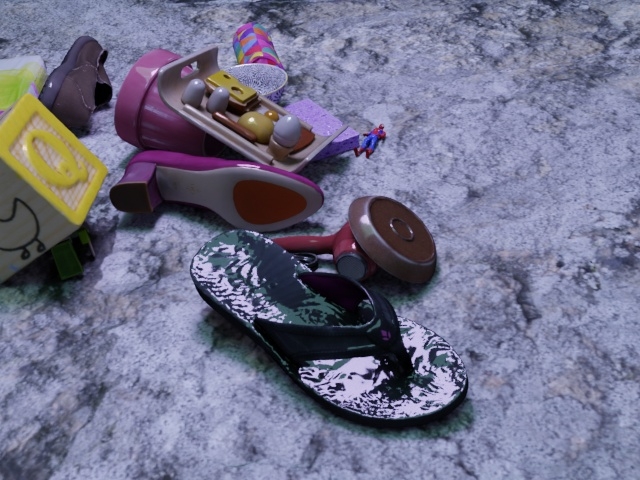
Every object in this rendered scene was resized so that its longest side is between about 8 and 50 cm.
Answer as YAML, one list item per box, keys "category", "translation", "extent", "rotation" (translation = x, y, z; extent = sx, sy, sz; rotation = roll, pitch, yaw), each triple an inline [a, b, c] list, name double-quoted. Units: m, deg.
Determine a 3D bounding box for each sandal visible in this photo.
- category: "sandal"
  translation: [-0.010, 0.102, 1.197]
  extent: [0.446, 0.107, 0.167]
  rotation: [28, 60, 28]

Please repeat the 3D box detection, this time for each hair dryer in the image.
- category: "hair dryer"
  translation: [0.000, 0.000, 1.413]
  extent: [0.293, 0.080, 0.223]
  rotation: [-23, 39, -26]

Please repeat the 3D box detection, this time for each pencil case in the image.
- category: "pencil case"
  translation: [-0.142, -0.413, 2.044]
  extent: [0.104, 0.104, 0.236]
  rotation: [-9, 36, -6]

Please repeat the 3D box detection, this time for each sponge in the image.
- category: "sponge"
  translation: [-0.023, -0.223, 1.797]
  extent: [0.117, 0.031, 0.210]
  rotation: [-21, 37, -22]

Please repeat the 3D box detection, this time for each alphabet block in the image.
- category: "alphabet block"
  translation: [-0.493, -0.083, 1.443]
  extent: [0.197, 0.192, 0.193]
  rotation: [-33, 28, 23]

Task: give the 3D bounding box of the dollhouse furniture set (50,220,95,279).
- category: "dollhouse furniture set"
  translation: [-0.418, 0.014, 1.500]
  extent: [0.076, 0.058, 0.152]
  rotation: [-20, 16, -9]

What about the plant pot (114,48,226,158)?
- category: "plant pot"
  translation: [-0.269, -0.249, 1.741]
  extent: [0.180, 0.201, 0.201]
  rotation: [25, 42, 16]

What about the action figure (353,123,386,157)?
- category: "action figure"
  translation: [0.101, -0.199, 1.750]
  extent: [0.038, 0.030, 0.115]
  rotation: [6, 33, 24]

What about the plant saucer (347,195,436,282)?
- category: "plant saucer"
  translation: [0.117, -0.010, 1.371]
  extent: [0.168, 0.029, 0.168]
  rotation: [27, 36, -21]

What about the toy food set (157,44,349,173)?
- category: "toy food set"
  translation: [-0.115, -0.246, 1.615]
  extent: [0.306, 0.092, 0.220]
  rotation: [33, 31, 5]

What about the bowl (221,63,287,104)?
- category: "bowl"
  translation: [-0.149, -0.302, 1.887]
  extent: [0.170, 0.080, 0.170]
  rotation: [-4, 35, 3]

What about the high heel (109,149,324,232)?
- category: "high heel"
  translation: [-0.169, -0.110, 1.574]
  extent: [0.377, 0.127, 0.181]
  rotation: [6, 28, 9]

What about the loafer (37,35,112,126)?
- category: "loafer"
  translation: [-0.526, -0.334, 1.977]
  extent: [0.130, 0.134, 0.366]
  rotation: [29, 29, -15]

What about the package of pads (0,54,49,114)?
- category: "package of pads"
  translation: [-0.718, -0.303, 1.946]
  extent: [0.229, 0.101, 0.296]
  rotation: [-7, 34, -2]
